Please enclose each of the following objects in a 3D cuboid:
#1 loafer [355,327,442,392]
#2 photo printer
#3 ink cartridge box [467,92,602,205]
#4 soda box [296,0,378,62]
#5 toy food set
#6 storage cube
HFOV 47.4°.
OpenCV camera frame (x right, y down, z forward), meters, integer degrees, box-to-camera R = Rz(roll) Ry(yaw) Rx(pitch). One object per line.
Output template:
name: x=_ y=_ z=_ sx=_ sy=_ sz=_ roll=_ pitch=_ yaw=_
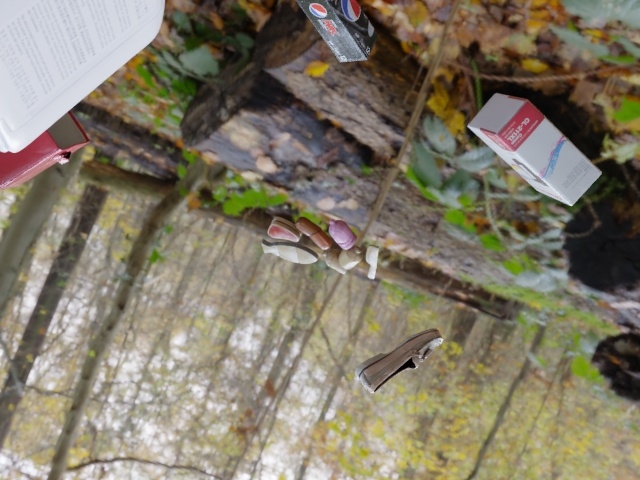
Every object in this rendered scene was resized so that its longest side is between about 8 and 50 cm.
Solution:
loafer: x=0.107 y=0.157 z=0.940 sx=0.039 sy=0.125 sz=0.045 roll=56 pitch=164 yaw=37
photo printer: x=-0.307 y=-0.280 z=0.838 sx=0.107 sy=0.307 sz=0.256 roll=35 pitch=157 yaw=15
ink cartridge box: x=0.333 y=-0.144 z=1.140 sx=0.175 sy=0.072 sz=0.127 roll=39 pitch=-174 yaw=-16
soda box: x=0.022 y=-0.352 z=1.126 sx=0.060 sy=0.053 sz=0.169 roll=6 pitch=154 yaw=39
toy food set: x=0.000 y=0.000 z=0.730 sx=0.122 sy=0.019 sz=0.078 roll=16 pitch=146 yaw=10
storage cube: x=-0.617 y=-0.219 z=1.456 sx=0.215 sy=0.193 sz=0.183 roll=59 pitch=-173 yaw=-11
